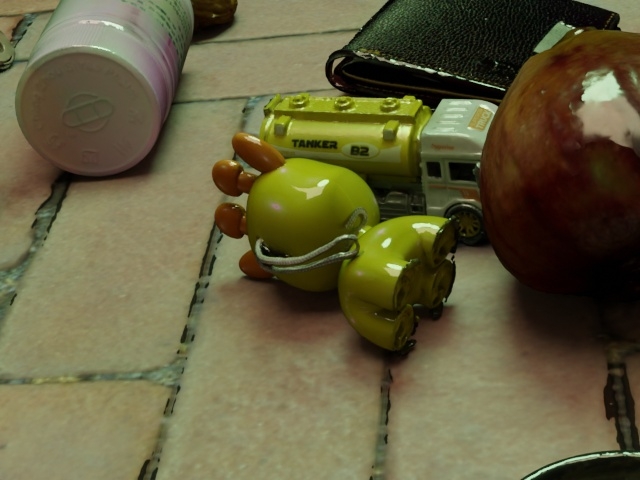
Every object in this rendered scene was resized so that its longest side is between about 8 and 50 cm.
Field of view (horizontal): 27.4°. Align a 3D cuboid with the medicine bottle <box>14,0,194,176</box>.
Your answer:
[{"bbox_3d":[-0.223,-0.190,1.394,0.152,0.152,0.254,-5,31,7],"label":"medicine bottle"}]

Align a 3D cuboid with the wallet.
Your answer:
[{"bbox_3d":[0.168,-0.211,1.411,0.262,0.071,0.221,16,38,24],"label":"wallet"}]

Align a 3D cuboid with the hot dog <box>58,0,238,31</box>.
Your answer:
[{"bbox_3d":[-0.220,-0.300,1.628,0.227,0.099,0.160,-16,31,-6],"label":"hot dog"}]

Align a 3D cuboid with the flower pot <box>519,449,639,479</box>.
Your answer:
[{"bbox_3d":[0.163,0.202,0.699,0.157,0.107,0.157,-6,35,4],"label":"flower pot"}]

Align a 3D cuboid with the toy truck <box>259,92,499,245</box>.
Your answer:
[{"bbox_3d":[0.059,-0.072,1.162,0.227,0.114,0.098,5,34,21],"label":"toy truck"}]

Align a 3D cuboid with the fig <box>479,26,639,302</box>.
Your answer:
[{"bbox_3d":[0.231,-0.057,1.010,0.224,0.224,0.263,-7,19,4],"label":"fig"}]

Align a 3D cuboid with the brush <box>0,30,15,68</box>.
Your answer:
[{"bbox_3d":[-0.492,-0.247,1.521,0.067,0.072,0.313,-28,-23,33],"label":"brush"}]

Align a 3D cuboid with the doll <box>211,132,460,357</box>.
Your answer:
[{"bbox_3d":[0.000,0.000,1.059,0.221,0.143,0.135,24,45,27],"label":"doll"}]
